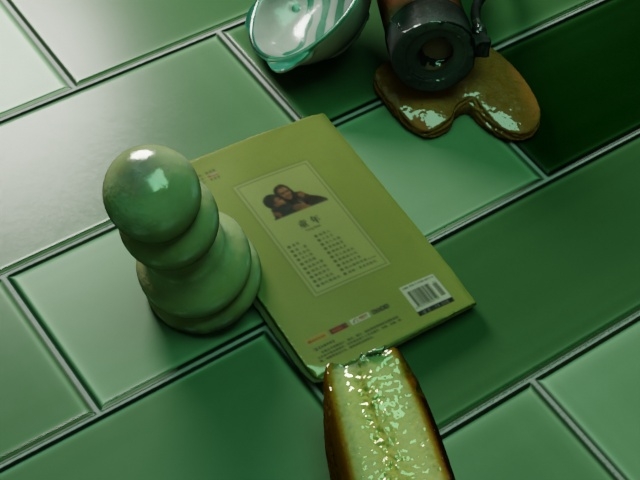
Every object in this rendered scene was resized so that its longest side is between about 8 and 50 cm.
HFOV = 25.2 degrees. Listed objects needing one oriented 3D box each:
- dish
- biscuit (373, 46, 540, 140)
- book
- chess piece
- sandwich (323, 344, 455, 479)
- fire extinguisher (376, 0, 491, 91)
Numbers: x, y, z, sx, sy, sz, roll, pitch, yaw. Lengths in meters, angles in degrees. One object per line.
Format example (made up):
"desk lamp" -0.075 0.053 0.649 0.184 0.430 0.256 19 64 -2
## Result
"dish" 0.013 -0.308 1.913 0.246 0.078 0.224 -12 54 39
"biscuit" 0.187 -0.192 1.914 0.192 0.036 0.186 -20 59 -20
"book" 0.000 0.000 1.737 0.239 0.035 0.352 -23 58 -25
"chess piece" -0.159 -0.012 1.567 0.144 0.251 0.144 -5 62 9
"sandwich" 0.074 0.240 1.501 0.122 0.128 0.236 -8 52 -9
"fire extinguisher" 0.152 -0.347 1.982 0.200 0.113 0.376 22 35 -27
